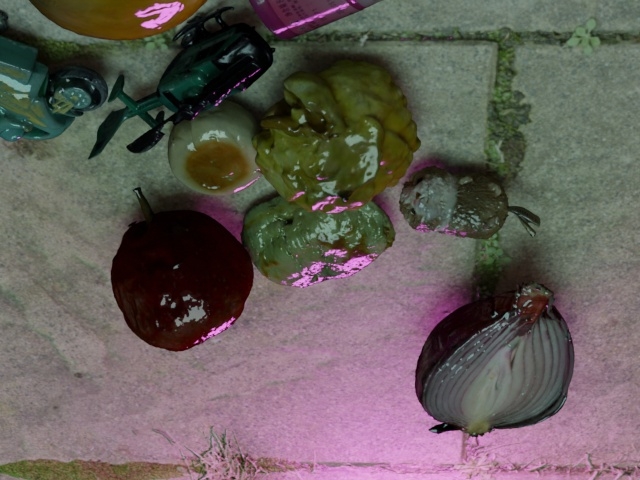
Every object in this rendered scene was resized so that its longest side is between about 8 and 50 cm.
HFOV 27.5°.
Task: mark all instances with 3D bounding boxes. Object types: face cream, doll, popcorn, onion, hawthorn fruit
[{"bbox_3d":[0.006,-0.373,1.697,0.195,0.175,0.175,-18,129,21],"label":"face cream"},{"bbox_3d":[0.232,-0.056,2.024,0.221,0.105,0.115,4,169,-1],"label":"doll"},{"bbox_3d":[0.024,-0.145,1.891,0.233,0.192,0.266,-37,142,19],"label":"popcorn"},{"bbox_3d":[0.300,0.159,2.189,0.267,0.159,0.348,7,126,-19],"label":"onion"},{"bbox_3d":[-0.233,0.036,2.084,0.230,0.210,0.266,-18,97,48],"label":"hawthorn fruit"}]

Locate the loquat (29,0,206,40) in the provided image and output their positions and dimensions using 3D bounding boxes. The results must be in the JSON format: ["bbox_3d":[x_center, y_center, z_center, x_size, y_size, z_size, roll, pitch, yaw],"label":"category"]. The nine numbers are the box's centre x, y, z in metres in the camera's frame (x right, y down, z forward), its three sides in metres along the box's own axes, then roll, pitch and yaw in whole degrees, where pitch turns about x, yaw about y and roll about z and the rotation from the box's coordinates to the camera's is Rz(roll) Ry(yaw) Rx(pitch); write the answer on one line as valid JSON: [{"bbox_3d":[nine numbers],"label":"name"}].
[{"bbox_3d":[-0.228,-0.409,1.587,0.360,0.328,0.328,-16,131,-2],"label":"loquat"}]

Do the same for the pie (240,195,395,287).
[{"bbox_3d":[0.000,0.000,2.099,0.248,0.090,0.201,-22,129,26],"label":"pie"}]

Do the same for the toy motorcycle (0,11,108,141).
[{"bbox_3d":[-0.470,-0.227,1.917,0.297,0.109,0.198,18,141,-16],"label":"toy motorcycle"}]

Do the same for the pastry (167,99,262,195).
[{"bbox_3d":[-0.155,-0.140,1.978,0.157,0.092,0.156,3,136,3],"label":"pastry"}]

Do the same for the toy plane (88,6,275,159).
[{"bbox_3d":[-0.194,-0.221,1.870,0.382,0.155,0.106,-16,132,38],"label":"toy plane"}]
